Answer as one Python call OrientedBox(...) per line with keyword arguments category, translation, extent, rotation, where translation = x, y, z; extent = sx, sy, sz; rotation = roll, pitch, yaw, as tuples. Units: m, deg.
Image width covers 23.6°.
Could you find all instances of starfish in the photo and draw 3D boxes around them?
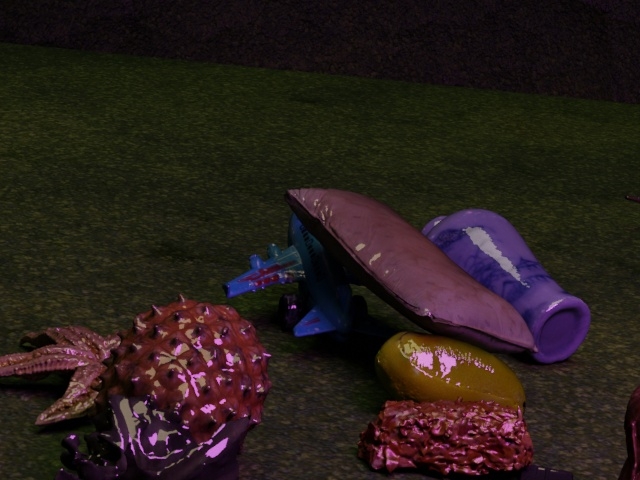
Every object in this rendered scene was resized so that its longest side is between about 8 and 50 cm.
OrientedBox(category="starfish", translation=(-0.225, 0.135, 1.541), extent=(0.277, 0.062, 0.235), rotation=(21, 27, 30))

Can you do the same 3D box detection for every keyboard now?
OrientedBox(category="keyboard", translation=(0.204, 0.239, 1.395), extent=(0.053, 0.010, 0.155), rotation=(10, 16, 9))

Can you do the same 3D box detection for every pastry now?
OrientedBox(category="pastry", translation=(0.119, 0.182, 1.461), extent=(0.169, 0.063, 0.087), rotation=(2, 15, -3))

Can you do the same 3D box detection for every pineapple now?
OrientedBox(category="pineapple", translation=(-0.138, 0.182, 1.263), extent=(0.165, 0.166, 0.364), rotation=(8, 24, 6))

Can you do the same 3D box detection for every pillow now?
OrientedBox(category="pillow", translation=(0.095, 0.028, 1.700), extent=(0.185, 0.075, 0.302), rotation=(16, 18, -41))

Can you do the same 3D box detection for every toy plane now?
OrientedBox(category="toy plane", translation=(0.001, 0.044, 1.806), extent=(0.254, 0.105, 0.271), rotation=(3, 22, -15))

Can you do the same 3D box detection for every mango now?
OrientedBox(category="mango", translation=(0.131, 0.148, 1.571), extent=(0.165, 0.074, 0.091), rotation=(24, 51, -8))

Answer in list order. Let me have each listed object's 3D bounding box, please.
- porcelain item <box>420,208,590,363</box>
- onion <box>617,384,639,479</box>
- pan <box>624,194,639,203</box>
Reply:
OrientedBox(category="porcelain item", translation=(0.212, 0.050, 1.845), extent=(0.141, 0.141, 0.259), rotation=(-5, 27, -33))
OrientedBox(category="onion", translation=(0.333, 0.197, 1.137), extent=(0.276, 0.276, 0.276), rotation=(6, 16, -2))
OrientedBox(category="pan", translation=(0.583, -0.039, 2.424), extent=(0.202, 0.048, 0.128), rotation=(13, 16, 15))
